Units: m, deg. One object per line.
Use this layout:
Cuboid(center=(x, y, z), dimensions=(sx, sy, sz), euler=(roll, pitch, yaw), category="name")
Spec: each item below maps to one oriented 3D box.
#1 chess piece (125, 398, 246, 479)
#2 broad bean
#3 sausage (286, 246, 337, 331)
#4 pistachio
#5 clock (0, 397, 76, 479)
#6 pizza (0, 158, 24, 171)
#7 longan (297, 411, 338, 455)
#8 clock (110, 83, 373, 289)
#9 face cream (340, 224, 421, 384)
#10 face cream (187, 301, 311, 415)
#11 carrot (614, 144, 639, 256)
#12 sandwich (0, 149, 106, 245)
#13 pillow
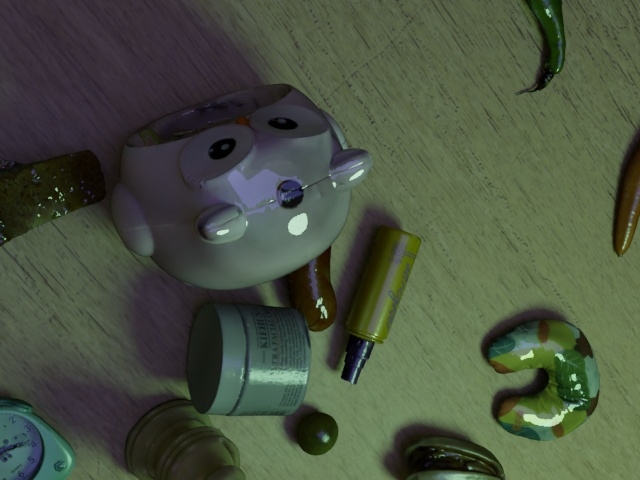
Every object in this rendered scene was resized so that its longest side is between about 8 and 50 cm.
Cuboid(center=(-0.192, 0.334, 1.440), dimensions=(0.139, 0.307, 0.124), euler=(-10, 98, -22), category="chess piece")
Cuboid(center=(0.392, -0.425, 1.744), dimensions=(0.098, 0.056, 0.318), euler=(-10, 101, -22), category="broad bean")
Cuboid(center=(-0.005, 0.000, 1.610), dimensions=(0.103, 0.076, 0.302), euler=(9, 92, -23), category="sausage")
Cuboid(center=(0.240, 0.422, 1.740), dimensions=(0.206, 0.131, 0.129), euler=(19, 43, -18), category="pistachio")
Cuboid(center=(-0.480, 0.306, 1.449), dimensions=(0.159, 0.066, 0.211), euler=(-39, 108, -15), category="clock")
Cuboid(center=(-0.555, -0.068, 1.396), dimensions=(0.262, 0.034, 0.181), euler=(-16, 101, -21), category="pizza")
Cuboid(center=(-0.003, 0.331, 1.656), dimensions=(0.075, 0.075, 0.083), euler=(-48, 152, -11), category="longan")
Cuboid(center=(-0.107, -0.066, 1.404), dimensions=(0.368, 0.376, 0.250), euler=(-24, 109, -19), category="clock")
Cuboid(center=(0.092, 0.113, 1.661), dimensions=(0.078, 0.078, 0.273), euler=(21, 87, -23), category="face cream")
Cuboid(center=(-0.113, 0.187, 1.530), dimensions=(0.153, 0.177, 0.177), euler=(4, 94, -24), category="face cream")
Cuboid(center=(0.611, -0.102, 1.871), dimensions=(0.062, 0.066, 0.271), euler=(24, 88, 21), category="carrot")
Cuboid(center=(-0.471, -0.037, 1.356), dimensions=(0.254, 0.288, 0.099), euler=(-19, 99, 24), category="sandwich")
Cuboid(center=(0.419, 0.262, 1.819), dimensions=(0.214, 0.086, 0.233), euler=(-11, 102, -11), category="pillow")
